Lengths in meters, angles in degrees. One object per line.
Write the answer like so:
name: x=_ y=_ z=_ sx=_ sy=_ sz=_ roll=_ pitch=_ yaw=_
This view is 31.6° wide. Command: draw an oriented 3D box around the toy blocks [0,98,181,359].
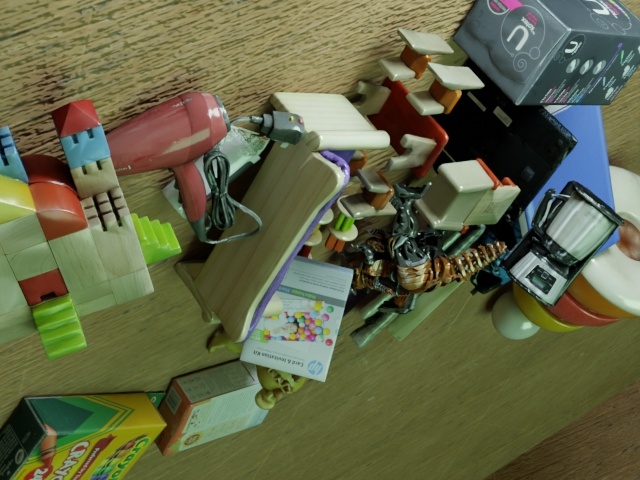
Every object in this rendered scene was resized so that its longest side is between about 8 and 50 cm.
toy blocks: x=-0.362 y=-0.008 z=1.281 sx=0.381 sy=0.190 sz=0.261 roll=-19 pitch=140 yaw=-10

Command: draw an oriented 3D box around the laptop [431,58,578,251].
laptop: x=0.289 y=-0.134 z=1.824 sx=0.136 sy=0.234 sz=0.264 roll=-5 pitch=137 yaw=-49

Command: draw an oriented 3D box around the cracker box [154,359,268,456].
cracker box: x=-0.185 y=0.296 z=2.068 sx=0.232 sy=0.067 sz=0.155 roll=-11 pitch=142 yaw=-41

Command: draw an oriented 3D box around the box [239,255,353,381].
box: x=-0.039 y=0.120 z=1.820 sx=0.038 sy=0.145 sz=0.186 roll=-75 pitch=180 yaw=-77

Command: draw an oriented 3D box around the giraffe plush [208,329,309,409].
giraffe plush: x=-0.073 y=0.187 z=1.928 sx=0.210 sy=0.170 sz=0.181 roll=-9 pitch=140 yaw=-44

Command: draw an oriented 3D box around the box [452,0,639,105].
box: x=0.362 y=-0.309 z=1.726 sx=0.270 sy=0.165 sz=0.143 roll=-8 pitch=140 yaw=-46

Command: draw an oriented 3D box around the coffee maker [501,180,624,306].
coffee maker: x=0.379 y=0.007 z=1.757 sx=0.178 sy=0.120 sz=0.171 roll=-51 pitch=158 yaw=13

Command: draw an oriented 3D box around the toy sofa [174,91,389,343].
toy sofa: x=-0.047 y=-0.026 z=1.637 sx=0.150 sy=0.177 sz=0.362 roll=-5 pitch=137 yaw=-47

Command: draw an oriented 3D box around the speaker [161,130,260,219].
speaker: x=-0.151 y=-0.091 z=1.544 sx=0.136 sy=0.055 sz=0.055 roll=-40 pitch=153 yaw=0

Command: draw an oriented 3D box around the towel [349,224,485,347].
towel: x=0.185 y=0.062 z=2.111 sx=0.324 sy=0.056 sz=0.312 roll=-45 pitch=175 yaw=10

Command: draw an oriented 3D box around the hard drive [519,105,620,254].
hard drive: x=0.455 y=-0.099 z=2.114 sx=0.210 sy=0.040 sz=0.318 roll=-27 pitch=118 yaw=-22

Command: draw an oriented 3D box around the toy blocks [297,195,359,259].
toy blocks: x=0.000 y=0.000 z=1.856 sx=0.123 sy=0.054 sz=0.148 roll=-8 pitch=140 yaw=-35

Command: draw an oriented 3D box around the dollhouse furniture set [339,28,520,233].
dollhouse furniture set: x=0.152 y=-0.131 z=1.633 sx=0.135 sy=0.259 sz=0.262 roll=-5 pitch=138 yaw=-43

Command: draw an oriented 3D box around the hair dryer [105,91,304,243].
hair dryer: x=-0.168 y=-0.085 z=1.446 sx=0.293 sy=0.080 sz=0.223 roll=11 pitch=117 yaw=-33

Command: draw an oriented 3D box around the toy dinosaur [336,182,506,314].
toy dinosaur: x=0.162 y=0.014 z=1.894 sx=0.322 sy=0.218 sz=0.164 roll=-3 pitch=180 yaw=19

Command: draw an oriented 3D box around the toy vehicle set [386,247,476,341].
toy vehicle set: x=0.218 y=0.098 z=2.134 sx=0.166 sy=0.035 sz=0.267 roll=-45 pitch=175 yaw=15

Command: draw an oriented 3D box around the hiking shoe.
hiking shoe: x=0.374 y=0.010 z=2.259 sx=0.132 sy=0.113 sz=0.304 roll=-41 pitch=155 yaw=-21

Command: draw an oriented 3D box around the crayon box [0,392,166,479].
crayon box: x=-0.397 y=0.346 z=1.867 sx=0.202 sy=0.081 sz=0.318 roll=-51 pitch=151 yaw=21

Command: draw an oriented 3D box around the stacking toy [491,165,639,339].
stacking toy: x=0.546 y=0.086 z=2.483 sx=0.351 sy=0.350 sz=0.480 roll=-17 pitch=163 yaw=-37

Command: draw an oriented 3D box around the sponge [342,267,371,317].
sponge: x=0.023 y=0.127 z=2.084 sx=0.210 sy=0.031 sz=0.117 roll=-46 pitch=165 yaw=10
